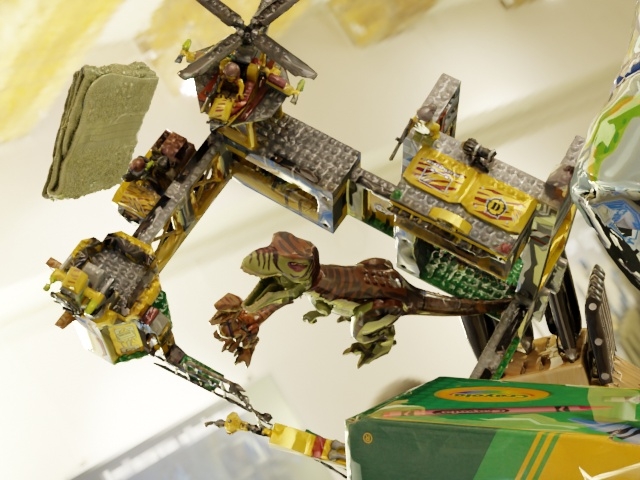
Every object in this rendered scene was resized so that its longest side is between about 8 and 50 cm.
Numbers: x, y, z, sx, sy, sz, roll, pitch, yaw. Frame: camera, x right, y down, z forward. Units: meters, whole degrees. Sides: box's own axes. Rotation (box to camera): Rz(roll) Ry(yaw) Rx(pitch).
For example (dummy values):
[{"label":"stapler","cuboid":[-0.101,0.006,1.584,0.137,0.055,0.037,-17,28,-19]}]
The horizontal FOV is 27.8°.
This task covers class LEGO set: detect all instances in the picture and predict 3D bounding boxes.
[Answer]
[{"label":"LEGO set","cuboid":[0.000,0.000,0.745,0.255,0.331,0.192,-48,-20,-21]}]

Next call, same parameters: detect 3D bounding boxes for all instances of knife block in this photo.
[{"label":"knife block","cuboid":[0.175,0.141,1.105,0.276,0.242,0.088,-62,-6,23]}]

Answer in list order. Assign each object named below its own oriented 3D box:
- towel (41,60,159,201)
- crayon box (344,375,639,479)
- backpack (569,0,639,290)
[{"label":"towel","cuboid":[-0.169,-0.085,1.005,0.148,0.027,0.110,-37,-34,-76]},{"label":"crayon box","cuboid":[0.150,0.140,0.436,0.278,0.165,0.081,0,6,30]},{"label":"backpack","cuboid":[0.260,-0.027,0.559,0.355,0.290,0.273,5,-77,-45]}]
